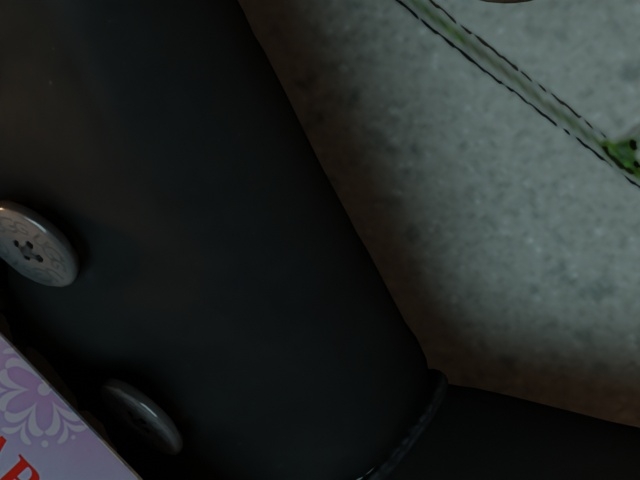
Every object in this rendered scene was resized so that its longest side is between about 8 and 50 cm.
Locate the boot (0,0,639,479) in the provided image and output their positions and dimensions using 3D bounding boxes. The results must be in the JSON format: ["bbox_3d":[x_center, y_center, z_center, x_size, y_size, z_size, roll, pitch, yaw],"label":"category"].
[{"bbox_3d":[-0.002,0.001,0.395,0.367,0.146,0.445,-12,115,36],"label":"boot"}]

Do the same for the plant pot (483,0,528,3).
[{"bbox_3d":[0.092,-0.191,0.292,0.263,0.263,0.229,49,136,-5],"label":"plant pot"}]

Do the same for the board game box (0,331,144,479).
[{"bbox_3d":[-0.174,0.108,0.503,0.318,0.066,0.319,46,153,1],"label":"board game box"}]
